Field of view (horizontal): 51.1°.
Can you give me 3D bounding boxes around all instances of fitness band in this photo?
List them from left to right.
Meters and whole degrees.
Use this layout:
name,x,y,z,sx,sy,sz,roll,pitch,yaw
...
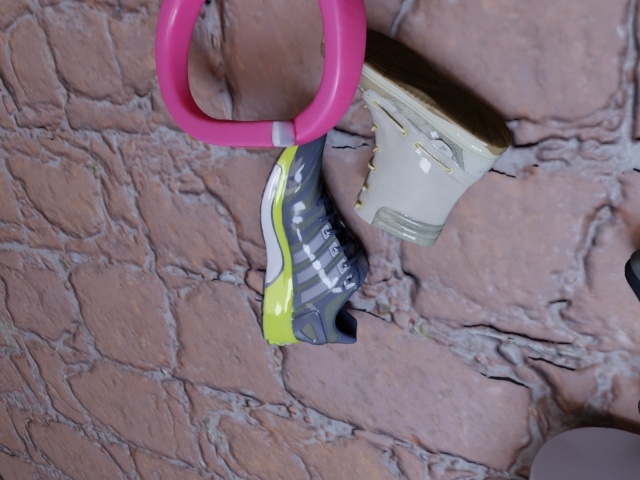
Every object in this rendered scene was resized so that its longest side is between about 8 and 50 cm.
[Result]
name,x,y,z,sx,sy,sz,roll,pitch,yaw
fitness band,-0.075,-0.200,0.681,0.290,0.054,0.209,11,105,44

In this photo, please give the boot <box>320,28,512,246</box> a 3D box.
name,x,y,z,sx,sy,sz,roll,pitch,yaw
boot,0.065,-0.104,0.684,0.213,0.077,0.165,38,135,10

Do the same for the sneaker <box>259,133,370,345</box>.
name,x,y,z,sx,sy,sz,roll,pitch,yaw
sneaker,0.000,0.000,0.788,0.121,0.111,0.300,8,123,10

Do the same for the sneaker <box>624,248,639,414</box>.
name,x,y,z,sx,sy,sz,roll,pitch,yaw
sneaker,0.327,0.118,0.619,0.130,0.087,0.228,-35,99,37

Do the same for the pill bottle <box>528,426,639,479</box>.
name,x,y,z,sx,sy,sz,roll,pitch,yaw
pill bottle,0.294,0.394,0.728,0.210,0.210,0.363,15,124,28
